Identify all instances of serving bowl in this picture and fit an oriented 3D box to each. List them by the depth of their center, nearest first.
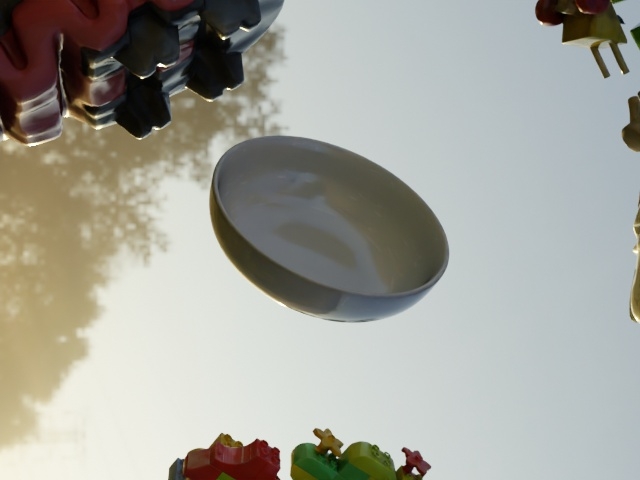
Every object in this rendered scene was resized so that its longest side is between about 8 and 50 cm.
[{"bbox_3d":[0.000,0.000,0.434,0.083,0.083,0.027,-108,-146,-47],"label":"serving bowl"}]

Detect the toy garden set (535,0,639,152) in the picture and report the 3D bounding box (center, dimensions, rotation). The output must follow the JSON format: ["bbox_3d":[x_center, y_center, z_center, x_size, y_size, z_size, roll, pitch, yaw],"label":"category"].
[{"bbox_3d":[0.288,-0.131,1.020,0.244,0.049,0.203,57,-22,-13],"label":"toy garden set"}]

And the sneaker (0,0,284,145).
[{"bbox_3d":[-0.154,-0.071,0.440,0.135,0.276,0.097,59,-19,8],"label":"sneaker"}]

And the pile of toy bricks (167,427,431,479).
[{"bbox_3d":[0.016,0.154,0.725,0.105,0.212,0.118,-50,-163,18],"label":"pile of toy bricks"}]

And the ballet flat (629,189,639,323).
[{"bbox_3d":[0.162,0.036,0.501,0.073,0.067,0.206,119,-52,-72],"label":"ballet flat"}]
